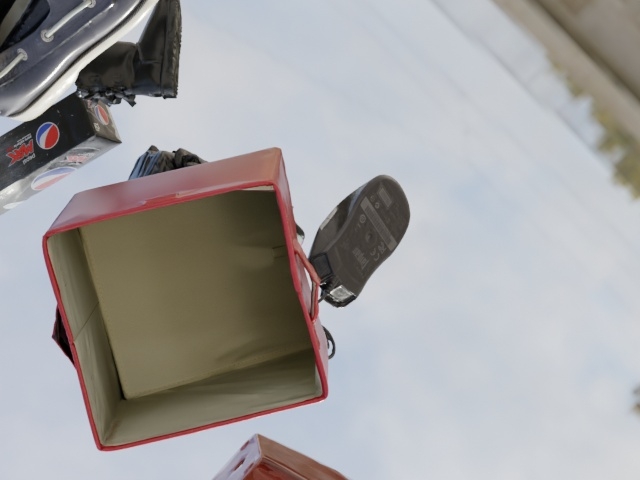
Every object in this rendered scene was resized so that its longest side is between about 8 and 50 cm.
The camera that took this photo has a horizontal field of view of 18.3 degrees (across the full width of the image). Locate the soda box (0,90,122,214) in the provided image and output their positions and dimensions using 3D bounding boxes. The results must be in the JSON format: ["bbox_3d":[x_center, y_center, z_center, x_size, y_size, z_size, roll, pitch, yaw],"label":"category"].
[{"bbox_3d":[-0.294,-0.091,2.079,0.053,0.169,0.060,16,-131,-62],"label":"soda box"}]

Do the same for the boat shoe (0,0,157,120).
[{"bbox_3d":[-0.146,-0.144,1.120,0.065,0.206,0.075,11,-135,-42],"label":"boat shoe"}]

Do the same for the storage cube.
[{"bbox_3d":[-0.105,0.041,1.615,0.193,0.215,0.184,-87,-17,-79],"label":"storage cube"}]

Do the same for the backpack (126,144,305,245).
[{"bbox_3d":[-0.110,-0.013,2.001,0.182,0.115,0.152,30,-179,-15],"label":"backpack"}]

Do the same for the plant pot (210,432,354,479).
[{"bbox_3d":[-0.046,0.378,2.331,0.236,0.267,0.267,43,-179,-6],"label":"plant pot"}]

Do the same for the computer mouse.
[{"bbox_3d":[0.000,0.000,2.445,0.184,0.060,0.262,50,-121,-32],"label":"computer mouse"}]

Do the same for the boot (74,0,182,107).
[{"bbox_3d":[-0.185,-0.185,1.914,0.045,0.099,0.121,76,-164,-68],"label":"boot"}]
